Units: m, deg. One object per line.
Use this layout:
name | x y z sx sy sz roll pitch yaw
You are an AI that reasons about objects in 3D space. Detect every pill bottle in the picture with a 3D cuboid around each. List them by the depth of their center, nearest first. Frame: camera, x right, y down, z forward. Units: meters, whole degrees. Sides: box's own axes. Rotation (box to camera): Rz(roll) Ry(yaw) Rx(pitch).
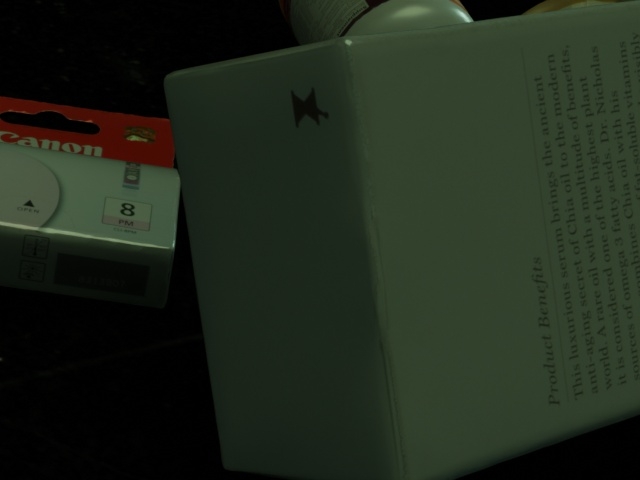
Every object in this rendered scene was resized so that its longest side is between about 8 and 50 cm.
pill bottle | 0.053 -0.149 1.401 0.121 0.121 0.221 -1 36 -21

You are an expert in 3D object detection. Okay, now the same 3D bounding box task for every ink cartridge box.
ink cartridge box | -0.187 -0.052 1.238 0.189 0.066 0.232 8 38 -7

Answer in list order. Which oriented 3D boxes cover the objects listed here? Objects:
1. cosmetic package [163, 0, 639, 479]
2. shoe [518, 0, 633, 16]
cosmetic package | 0.149 -0.020 1.088 0.453 0.230 0.161 -12 6 -39
shoe | 0.227 -0.159 1.514 0.219 0.076 0.058 -11 55 -38
